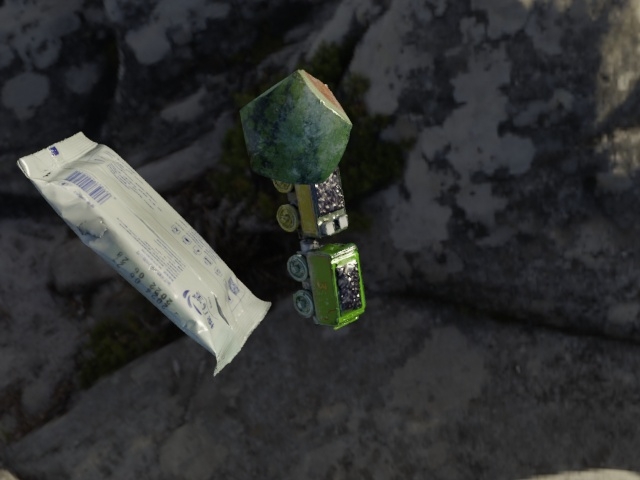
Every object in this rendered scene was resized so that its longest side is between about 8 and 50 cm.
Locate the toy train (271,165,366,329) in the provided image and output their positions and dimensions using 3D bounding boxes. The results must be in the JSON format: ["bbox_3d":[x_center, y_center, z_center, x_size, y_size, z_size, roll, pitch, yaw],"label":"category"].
[{"bbox_3d":[0.000,0.000,1.187,0.081,0.202,0.060,6,21,44],"label":"toy train"}]

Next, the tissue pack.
[{"bbox_3d":[-0.117,0.001,0.752,0.026,0.193,0.122,-43,6,17],"label":"tissue pack"}]

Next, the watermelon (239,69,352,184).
[{"bbox_3d":[-0.016,-0.092,0.898,0.084,0.092,0.072,-24,16,27],"label":"watermelon"}]
